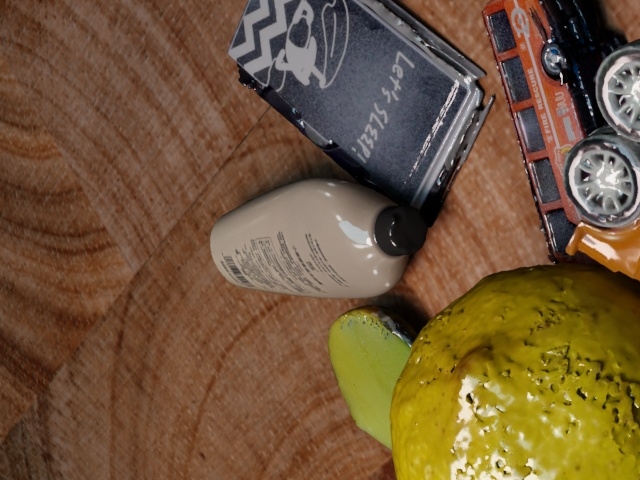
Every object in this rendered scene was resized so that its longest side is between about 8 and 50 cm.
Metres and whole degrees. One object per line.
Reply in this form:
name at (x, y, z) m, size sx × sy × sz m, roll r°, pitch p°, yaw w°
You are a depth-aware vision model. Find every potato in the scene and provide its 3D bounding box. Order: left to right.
potato at (0.087, 0.141, 1.492) m, size 0.198 × 0.054 × 0.119 m, roll 46°, pitch 131°, yaw 19°

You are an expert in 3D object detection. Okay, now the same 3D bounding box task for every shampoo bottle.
shampoo bottle at (0.000, 0.000, 1.499) m, size 0.257 × 0.078 × 0.127 m, roll -4°, pitch 123°, yaw 53°

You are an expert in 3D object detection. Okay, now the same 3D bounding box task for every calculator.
calculator at (0.028, -0.148, 1.472) m, size 0.274 × 0.028 × 0.166 m, roll 43°, pitch 127°, yaw 25°

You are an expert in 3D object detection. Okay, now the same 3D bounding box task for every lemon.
lemon at (0.188, 0.145, 1.232) m, size 0.257 × 0.310 × 0.258 m, roll -9°, pitch 68°, yaw 22°

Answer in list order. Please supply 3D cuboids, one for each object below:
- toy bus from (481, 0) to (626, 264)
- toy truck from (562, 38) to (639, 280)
toy bus at (0.198, -0.088, 1.293) m, size 0.096 × 0.073 × 0.235 m, roll -12°, pitch 95°, yaw 56°
toy truck at (0.323, -0.126, 1.080) m, size 0.207 × 0.173 × 0.388 m, roll 36°, pitch 130°, yaw 24°
